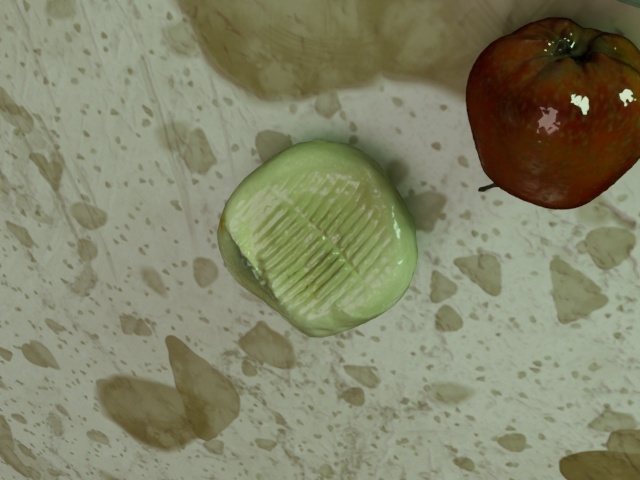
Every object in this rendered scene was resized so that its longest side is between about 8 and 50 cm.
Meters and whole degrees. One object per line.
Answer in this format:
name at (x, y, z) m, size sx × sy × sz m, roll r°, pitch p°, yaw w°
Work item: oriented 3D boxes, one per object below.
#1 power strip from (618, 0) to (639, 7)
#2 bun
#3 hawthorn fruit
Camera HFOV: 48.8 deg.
power strip at (0.228, -0.317, 0.502) m, size 0.193 × 0.059 × 0.265 m, roll 30°, pitch 139°, yaw 18°
bun at (0.000, 0.000, 0.813) m, size 0.229 × 0.145 × 0.230 m, roll 0°, pitch 91°, yaw 13°
hawthorn fruit at (0.208, -0.093, 0.642) m, size 0.162 × 0.163 × 0.204 m, roll 14°, pitch 144°, yaw 17°
